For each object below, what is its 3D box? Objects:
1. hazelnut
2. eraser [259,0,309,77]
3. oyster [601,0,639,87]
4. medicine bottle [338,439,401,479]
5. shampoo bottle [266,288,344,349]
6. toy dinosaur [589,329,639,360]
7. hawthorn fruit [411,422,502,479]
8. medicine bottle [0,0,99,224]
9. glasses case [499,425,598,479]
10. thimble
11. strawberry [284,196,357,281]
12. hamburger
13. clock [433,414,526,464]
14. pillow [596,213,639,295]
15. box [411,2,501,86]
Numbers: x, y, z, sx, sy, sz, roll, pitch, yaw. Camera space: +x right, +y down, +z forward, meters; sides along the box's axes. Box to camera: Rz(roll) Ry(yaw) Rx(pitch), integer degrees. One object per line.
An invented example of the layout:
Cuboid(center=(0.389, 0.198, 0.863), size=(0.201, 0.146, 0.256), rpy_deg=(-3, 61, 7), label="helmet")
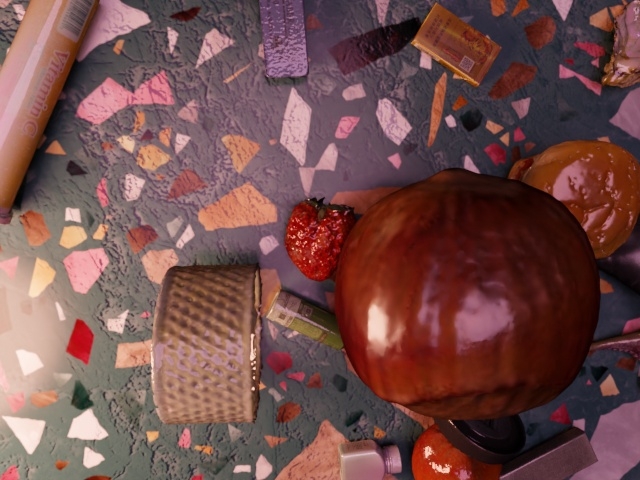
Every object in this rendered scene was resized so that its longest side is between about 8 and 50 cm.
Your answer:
Cuboid(center=(0.228, 0.086, 0.793), size=(0.421, 0.353, 0.420), rpy_deg=(2, 97, 18), label="hazelnut")
Cuboid(center=(-0.069, -0.409, 0.886), size=(0.082, 0.036, 0.224), rpy_deg=(-4, 95, -4), label="eraser")
Cuboid(center=(0.626, -0.383, 0.954), size=(0.133, 0.072, 0.208), rpy_deg=(14, 73, -1), label="oyster")
Cuboid(center=(0.097, 0.439, 0.960), size=(0.118, 0.055, 0.074), rpy_deg=(-6, 94, -5), label="medicine bottle")
Cuboid(center=(0.001, 0.161, 0.923), size=(0.205, 0.065, 0.065), rpy_deg=(26, 91, -7), label="shampoo bottle")
Cuboid(center=(0.655, 0.223, 1.001), size=(0.251, 0.072, 0.199), rpy_deg=(30, 99, -16), label="toy dinosaur")
Cuboid(center=(0.265, 0.489, 0.964), size=(0.166, 0.165, 0.285), rpy_deg=(-8, 119, -6), label="hawthorn fruit")
Cuboid(center=(-0.499, -0.241, 0.822), size=(0.108, 0.108, 0.425), rpy_deg=(24, 89, -8), label="medicine bottle")
Cuboid(center=(0.464, 0.466, 1.007), size=(0.205, 0.047, 0.070), rpy_deg=(-25, 92, -3), label="glasses case")
Cuboid(center=(-0.174, 0.167, 0.805), size=(0.150, 0.271, 0.270), rpy_deg=(0, 94, -5), label="thimble")
Cuboid(center=(-0.002, -0.002, 0.883), size=(0.131, 0.131, 0.148), rpy_deg=(18, 84, -7), label="strawberry")
Cuboid(center=(0.463, -0.064, 0.908), size=(0.245, 0.163, 0.244), rpy_deg=(-1, 96, -8), label="hamburger")
Cuboid(center=(0.294, 0.333, 0.915), size=(0.185, 0.184, 0.040), rpy_deg=(21, 118, -7), label="clock")
Cuboid(center=(0.674, -0.004, 0.964), size=(0.186, 0.106, 0.249), rpy_deg=(34, 87, 7), label="pillow")
Cuboid(center=(0.261, -0.375, 0.932), size=(0.156, 0.022, 0.089), rpy_deg=(29, 92, -8), label="box")
